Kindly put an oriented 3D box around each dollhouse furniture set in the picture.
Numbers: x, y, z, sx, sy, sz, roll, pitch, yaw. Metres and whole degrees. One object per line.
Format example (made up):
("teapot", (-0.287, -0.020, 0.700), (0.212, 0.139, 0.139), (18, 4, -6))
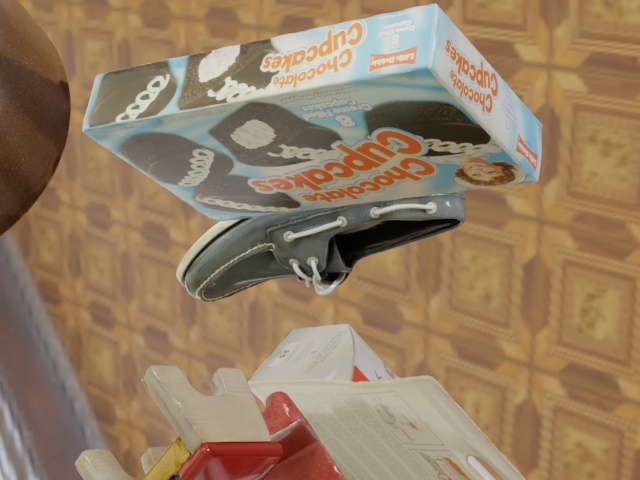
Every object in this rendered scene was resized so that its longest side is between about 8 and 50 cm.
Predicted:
("dollhouse furniture set", (-0.101, 0.261, 0.926), (0.374, 0.201, 0.152), (-51, 54, 28))

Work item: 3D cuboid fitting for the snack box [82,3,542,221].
("snack box", (-0.007, -0.091, 1.085), (0.322, 0.187, 0.060), (-7, 64, 33))

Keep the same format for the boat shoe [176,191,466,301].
("boat shoe", (0.000, 0.000, 1.369), (0.319, 0.116, 0.099), (-26, 70, 14))

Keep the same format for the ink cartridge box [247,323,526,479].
("ink cartridge box", (0.125, 0.207, 1.269), (0.308, 0.091, 0.385), (47, 157, -13))

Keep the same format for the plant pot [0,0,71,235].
("plant pot", (-0.280, -0.119, 0.792), (0.215, 0.215, 0.230), (61, 174, 21))
